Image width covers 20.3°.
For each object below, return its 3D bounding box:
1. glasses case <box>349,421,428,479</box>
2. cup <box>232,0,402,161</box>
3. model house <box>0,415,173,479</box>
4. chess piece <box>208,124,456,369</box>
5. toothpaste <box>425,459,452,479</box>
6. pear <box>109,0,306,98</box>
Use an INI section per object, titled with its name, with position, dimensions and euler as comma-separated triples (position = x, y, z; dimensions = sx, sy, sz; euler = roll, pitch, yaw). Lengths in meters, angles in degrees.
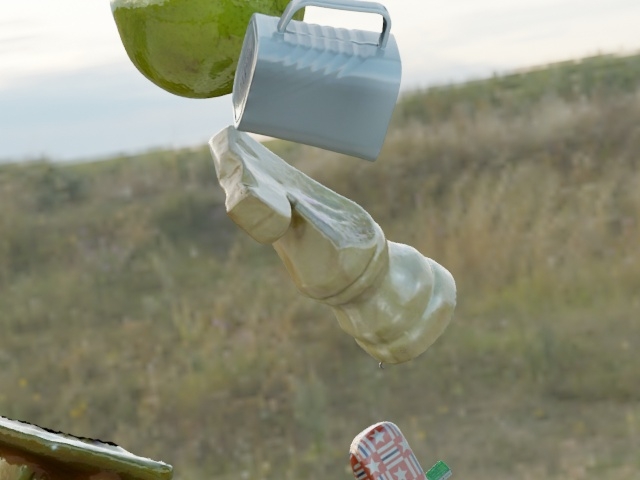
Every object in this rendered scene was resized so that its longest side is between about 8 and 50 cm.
[glasses case]
position = 0.091, 0.293, 1.945
dimensions = 0.073, 0.194, 0.049
euler = -29, 1, -33
[cup]
position = 0.003, -0.142, 1.474
dimensions = 0.129, 0.128, 0.095
euler = 9, 31, -13
[model house]
position = -0.323, 0.329, 2.025
dimensions = 0.268, 0.239, 0.173
euler = 10, -9, 31
[chess piece]
position = 0.000, 0.000, 1.836
dimensions = 0.301, 0.137, 0.137
euler = 40, -25, -28
[toothpaste]
position = 0.138, 0.328, 2.380
dimensions = 0.083, 0.017, 0.020
euler = -40, 54, -13
[pear]
position = -0.081, -0.209, 1.629
dimensions = 0.216, 0.166, 0.180
euler = 17, -48, -23
